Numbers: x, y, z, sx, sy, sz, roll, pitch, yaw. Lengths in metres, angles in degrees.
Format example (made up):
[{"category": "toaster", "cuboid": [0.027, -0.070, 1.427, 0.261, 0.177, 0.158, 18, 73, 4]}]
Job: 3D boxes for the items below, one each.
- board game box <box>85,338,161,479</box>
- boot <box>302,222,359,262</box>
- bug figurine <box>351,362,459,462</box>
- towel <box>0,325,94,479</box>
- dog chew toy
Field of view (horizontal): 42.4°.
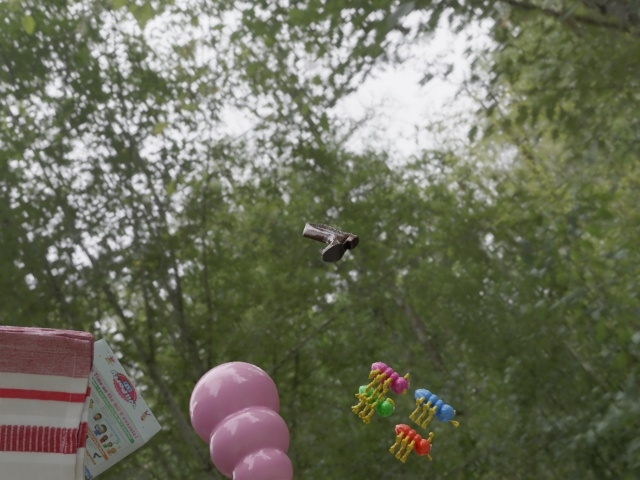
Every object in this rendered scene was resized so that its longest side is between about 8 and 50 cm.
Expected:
[{"category": "board game box", "cuboid": [-0.506, 0.373, 1.645, 0.303, 0.224, 0.097, -34, -2, 12]}, {"category": "boot", "cuboid": [0.000, 0.000, 1.587, 0.106, 0.114, 0.037, -24, -53, -46]}, {"category": "bug figurine", "cuboid": [0.175, 0.354, 1.732, 0.072, 0.216, 0.279, -44, -17, -31]}, {"category": "towel", "cuboid": [-0.426, 0.276, 1.076, 0.237, 0.329, 0.037, 5, -11, -19]}, {"category": "dog chew toy", "cuboid": [-0.161, 0.429, 1.815, 0.206, 0.332, 0.206, -18, -42, -16]}]
